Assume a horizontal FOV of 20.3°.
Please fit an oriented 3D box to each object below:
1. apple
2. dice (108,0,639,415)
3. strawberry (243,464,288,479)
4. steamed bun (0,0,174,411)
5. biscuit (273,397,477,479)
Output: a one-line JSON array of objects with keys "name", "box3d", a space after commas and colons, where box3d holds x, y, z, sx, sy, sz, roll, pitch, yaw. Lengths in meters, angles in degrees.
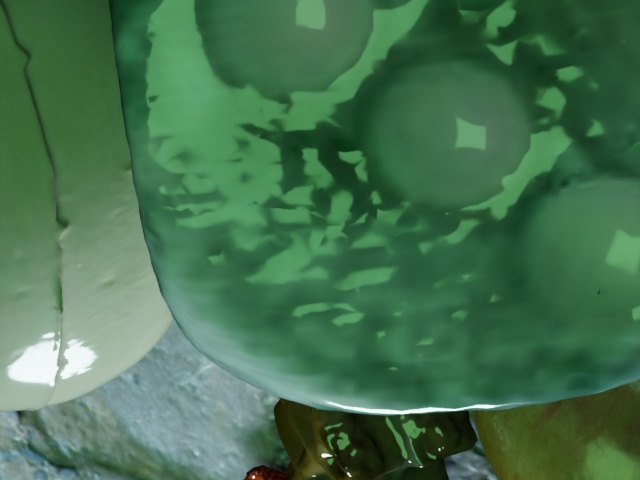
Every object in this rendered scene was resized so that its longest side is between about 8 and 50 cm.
[{"name": "apple", "box3d": [0.225, 0.111, 1.190, 0.260, 0.261, 0.194, 17, 143, 14]}, {"name": "dice", "box3d": [0.076, -0.115, 1.015, 0.348, 0.330, 0.328, -6, 115, 4]}, {"name": "strawberry", "box3d": [-0.004, 0.245, 1.501, 0.152, 0.048, 0.104, 48, 135, 7]}, {"name": "steamed bun", "box3d": [-0.230, -0.064, 1.239, 0.333, 0.334, 0.374, 11, 119, 18]}, {"name": "biscuit", "box3d": [0.077, 0.227, 1.327, 0.366, 0.115, 0.268, 61, 160, 17]}]
